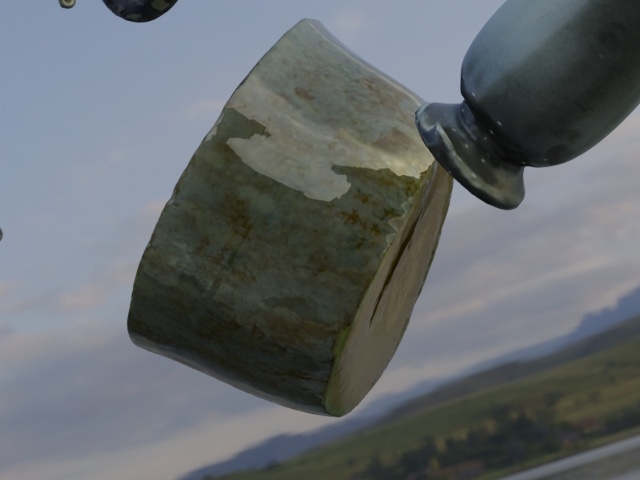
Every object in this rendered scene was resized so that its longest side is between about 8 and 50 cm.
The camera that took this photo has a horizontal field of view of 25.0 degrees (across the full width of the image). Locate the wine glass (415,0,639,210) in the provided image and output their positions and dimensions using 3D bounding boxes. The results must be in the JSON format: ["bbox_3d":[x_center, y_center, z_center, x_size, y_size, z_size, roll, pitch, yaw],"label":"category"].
[{"bbox_3d":[0.159,-0.117,0.943,0.204,0.111,0.111,-45,-23,24],"label":"wine glass"}]

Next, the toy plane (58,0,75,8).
[{"bbox_3d":[-0.278,-0.294,1.142,0.286,0.108,0.092,33,-26,-16],"label":"toy plane"}]

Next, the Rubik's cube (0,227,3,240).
[{"bbox_3d":[-0.486,0.038,1.407,0.233,0.229,0.228,-44,16,20],"label":"Rubik's cube"}]

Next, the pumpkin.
[{"bbox_3d":[0.000,0.000,1.251,0.332,0.199,0.332,-60,-7,-13],"label":"pumpkin"}]

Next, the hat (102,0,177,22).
[{"bbox_3d":[-0.151,-0.240,1.194,0.121,0.121,0.050,-23,-37,26],"label":"hat"}]
